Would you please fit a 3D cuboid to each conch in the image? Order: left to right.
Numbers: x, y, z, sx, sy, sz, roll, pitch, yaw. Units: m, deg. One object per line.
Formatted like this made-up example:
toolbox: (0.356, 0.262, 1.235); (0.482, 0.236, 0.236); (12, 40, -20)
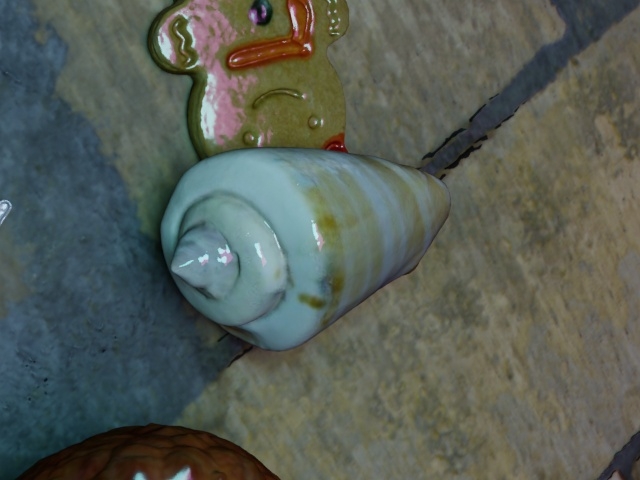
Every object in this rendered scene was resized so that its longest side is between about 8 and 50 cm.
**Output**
conch: (0.005, 0.005, 0.952); (0.255, 0.127, 0.158); (-12, 120, -31)

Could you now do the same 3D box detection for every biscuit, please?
biscuit: (-0.044, -0.132, 0.991); (0.166, 0.036, 0.226); (-13, 99, -32)

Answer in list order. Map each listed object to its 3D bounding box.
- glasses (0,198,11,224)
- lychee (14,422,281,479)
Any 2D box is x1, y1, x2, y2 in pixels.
glasses: (-0.304, 0.011, 0.805); (0.255, 0.095, 0.162); (5, 81, -34)
lychee: (-0.114, 0.237, 0.857); (0.255, 0.300, 0.255); (14, 53, -19)
